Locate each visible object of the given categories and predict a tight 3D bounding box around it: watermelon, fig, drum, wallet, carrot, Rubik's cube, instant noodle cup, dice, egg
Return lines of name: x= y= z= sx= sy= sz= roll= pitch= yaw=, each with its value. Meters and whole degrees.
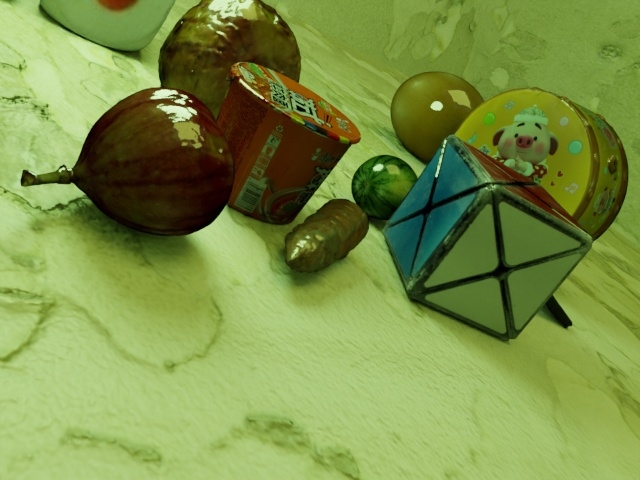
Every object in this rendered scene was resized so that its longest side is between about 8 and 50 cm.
watermelon: x=0.151 y=-0.109 z=1.418 sx=0.187 sy=0.141 sz=0.141 roll=10 pitch=31 yaw=-49
fig: x=-0.228 y=-0.342 z=1.331 sx=0.368 sy=0.286 sz=0.286 roll=11 pitch=2 yaw=44
drum: x=0.540 y=-0.167 z=1.697 sx=0.214 sy=0.431 sz=0.431 roll=7 pitch=33 yaw=-46
wallet: x=0.470 y=0.067 z=1.483 sx=0.285 sy=0.030 sz=0.146 roll=49 pitch=17 yaw=-27
carrot: x=0.000 y=0.000 z=1.049 sx=0.102 sy=0.102 sz=0.263 roll=35 pitch=23 yaw=7
Rubik's cube: x=0.301 y=-0.006 z=1.248 sx=0.254 sy=0.260 sz=0.259 roll=26 pitch=25 yaw=-19
instant noodle cup: x=-0.083 y=-0.161 z=1.140 sx=0.250 sy=0.192 sz=0.250 roll=28 pitch=22 yaw=-12
dice: x=-0.450 y=-0.586 z=1.459 sx=0.243 sy=0.259 sz=0.251 roll=22 pitch=24 yaw=-28
egg: x=0.380 y=-0.397 z=2.130 sx=0.282 sy=0.283 sz=0.351 roll=10 pitch=28 yaw=-43
fig: x=-0.242 y=-0.092 z=0.853 sx=0.249 sy=0.186 sz=0.204 roll=-14 pitch=56 yaw=-17
